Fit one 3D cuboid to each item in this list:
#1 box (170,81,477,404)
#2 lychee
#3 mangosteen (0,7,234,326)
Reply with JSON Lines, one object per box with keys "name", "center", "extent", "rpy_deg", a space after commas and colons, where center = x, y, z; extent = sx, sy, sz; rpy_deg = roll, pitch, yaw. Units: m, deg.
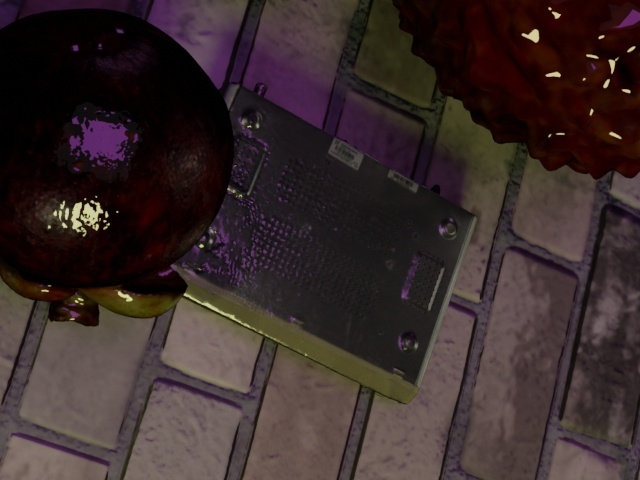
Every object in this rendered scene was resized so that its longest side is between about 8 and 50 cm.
{"name": "box", "center": [0.000, 0.000, 1.279], "extent": [0.270, 0.045, 0.211], "rpy_deg": [29, 70, -20]}
{"name": "lychee", "center": [0.255, -0.297, 1.263], "extent": [0.424, 0.424, 0.500], "rpy_deg": [9, 71, -26]}
{"name": "mangosteen", "center": [-0.179, -0.045, 1.118], "extent": [0.228, 0.228, 0.265], "rpy_deg": [-13, 128, -29]}
